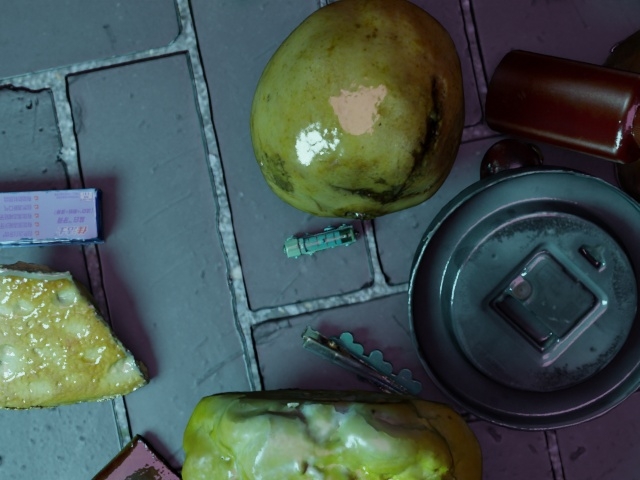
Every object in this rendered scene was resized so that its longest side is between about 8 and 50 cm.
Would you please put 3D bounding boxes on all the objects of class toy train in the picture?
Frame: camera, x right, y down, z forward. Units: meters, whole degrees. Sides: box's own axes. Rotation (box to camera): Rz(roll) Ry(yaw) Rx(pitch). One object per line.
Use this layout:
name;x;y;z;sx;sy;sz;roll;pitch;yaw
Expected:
toy train;0.000;0.000;1.639;0.092;0.045;0.029;-13;91;3

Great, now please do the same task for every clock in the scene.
clock;0.249;0.064;1.586;0.312;0.061;0.313;-1;105;-2

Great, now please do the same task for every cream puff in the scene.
cream puff;0.011;0.287;1.500;0.324;0.291;0.257;1;83;6

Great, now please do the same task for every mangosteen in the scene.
mangosteen;0.226;-0.077;1.621;0.081;0.081;0.081;0;89;1

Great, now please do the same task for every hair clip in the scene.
hair clip;0.056;0.147;1.636;0.173;0.049;0.049;31;89;-4

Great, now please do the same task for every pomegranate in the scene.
pomegranate;0.042;-0.139;1.540;0.260;0.260;0.261;0;89;1

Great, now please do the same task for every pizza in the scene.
pizza;-0.298;0.109;1.630;0.204;0.080;0.188;4;112;-9

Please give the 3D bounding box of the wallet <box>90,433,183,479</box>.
wallet;-0.259;0.360;1.640;0.255;0.031;0.137;-44;88;-1

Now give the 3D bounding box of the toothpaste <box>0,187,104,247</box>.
toothpaste;-0.393;-0.022;1.642;0.272;0.053;0.066;-3;84;1

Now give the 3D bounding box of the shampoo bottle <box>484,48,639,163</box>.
shampoo bottle;0.300;-0.145;1.545;0.064;0.260;0.102;18;93;-43

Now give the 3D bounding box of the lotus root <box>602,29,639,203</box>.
lotus root;0.449;-0.142;1.578;0.272;0.192;0.272;0;95;4
